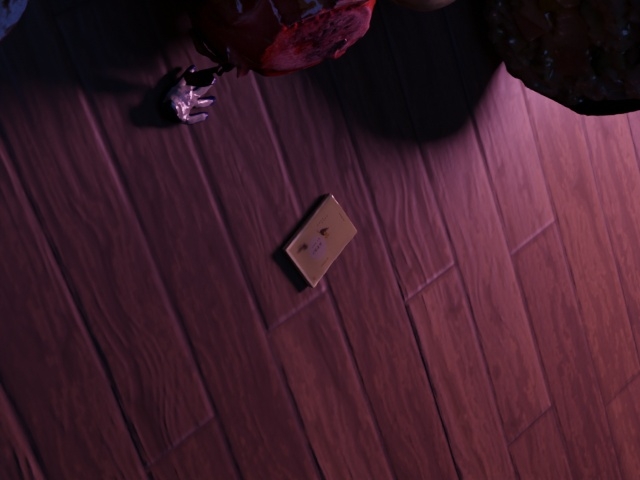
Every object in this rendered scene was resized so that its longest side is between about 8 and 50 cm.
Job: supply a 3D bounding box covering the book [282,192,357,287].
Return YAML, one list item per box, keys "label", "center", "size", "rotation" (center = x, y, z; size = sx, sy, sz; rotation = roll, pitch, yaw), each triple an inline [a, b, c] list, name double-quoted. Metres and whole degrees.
- label: "book"
  center: [0.000, 0.000, 1.751]
  size: [0.111, 0.014, 0.077]
  rotation: [-52, 125, -25]

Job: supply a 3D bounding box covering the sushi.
- label: "sushi"
  center: [0.433, -0.385, 1.892]
  size: [0.285, 0.328, 0.329]
  rotation: [-51, 124, -38]

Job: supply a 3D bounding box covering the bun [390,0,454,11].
- label: "bun"
  center: [0.078, -0.427, 1.656]
  size: [0.293, 0.187, 0.293]
  rotation: [38, 47, -55]

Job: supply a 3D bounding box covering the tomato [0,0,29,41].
- label: "tomato"
  center: [-0.411, -0.283, 1.280]
  size: [0.199, 0.112, 0.228]
  rotation: [-42, 111, -14]

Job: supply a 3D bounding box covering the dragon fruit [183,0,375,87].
- label: "dragon fruit"
  center: [-0.069, -0.346, 1.497]
  size: [0.250, 0.269, 0.291]
  rotation: [-25, 76, -21]

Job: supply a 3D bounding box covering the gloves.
- label: "gloves"
  center: [-0.160, -0.176, 1.579]
  size: [0.086, 0.026, 0.064]
  rotation: [-53, 127, -31]
